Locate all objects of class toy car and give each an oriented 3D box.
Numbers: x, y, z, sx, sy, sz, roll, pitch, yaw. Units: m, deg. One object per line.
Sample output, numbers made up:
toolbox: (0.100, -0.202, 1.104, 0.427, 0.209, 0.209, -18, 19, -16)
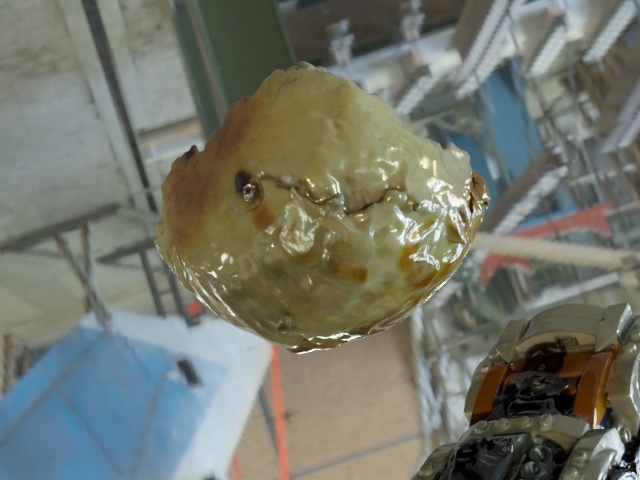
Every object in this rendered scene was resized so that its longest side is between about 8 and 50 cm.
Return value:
toy car: (0.173, 0.159, 0.982, 0.193, 0.118, 0.301, -12, -157, 39)

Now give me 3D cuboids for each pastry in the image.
pastry: (0.001, 0.006, 1.035, 0.237, 0.170, 0.256, 29, 135, -26)
